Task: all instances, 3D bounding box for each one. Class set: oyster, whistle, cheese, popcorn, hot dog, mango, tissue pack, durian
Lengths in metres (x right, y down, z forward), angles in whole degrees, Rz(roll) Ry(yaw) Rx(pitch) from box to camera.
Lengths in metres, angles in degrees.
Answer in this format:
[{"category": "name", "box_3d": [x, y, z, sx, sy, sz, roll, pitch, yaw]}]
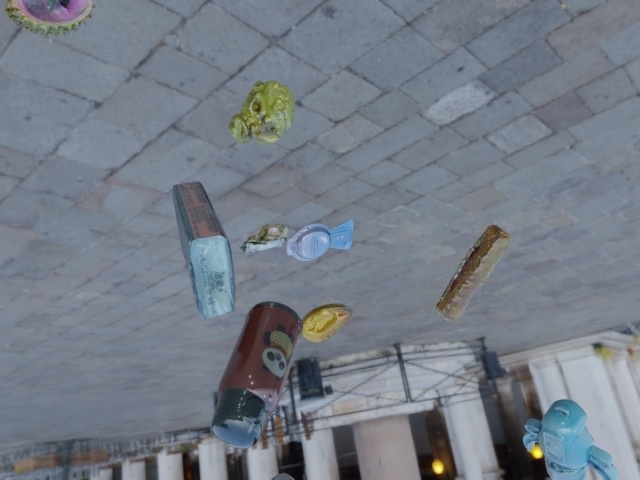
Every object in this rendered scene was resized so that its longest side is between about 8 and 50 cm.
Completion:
[{"category": "oyster", "box_3d": [-0.177, -0.003, 1.731, 0.163, 0.081, 0.191, -19, 167, -13]}, {"category": "whistle", "box_3d": [0.486, 0.417, 1.099, 0.186, 0.093, 0.274, 19, 139, 43]}, {"category": "cheese", "box_3d": [0.000, 0.000, 1.825, 0.245, 0.052, 0.135, -12, 123, -26]}, {"category": "popcorn", "box_3d": [-0.211, -0.487, 2.172, 0.286, 0.225, 0.174, -54, 146, -7]}, {"category": "hot dog", "box_3d": [0.406, 0.091, 1.475, 0.083, 0.289, 0.068, 30, -173, -9]}, {"category": "mango", "box_3d": [0.013, 0.242, 1.654, 0.187, 0.101, 0.066, -33, 179, 19]}, {"category": "tissue pack", "box_3d": [-0.292, 0.014, 1.379, 0.103, 0.315, 0.228, -13, 123, -15]}, {"category": "durian", "box_3d": [-0.700, -0.626, 1.476, 0.260, 0.186, 0.154, -48, 173, -29]}]

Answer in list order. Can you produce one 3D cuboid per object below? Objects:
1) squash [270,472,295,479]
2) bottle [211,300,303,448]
[{"category": "squash", "box_3d": [-0.071, 0.582, 1.249, 0.087, 0.087, 0.331, -4, 167, -16]}, {"category": "bottle", "box_3d": [-0.141, 0.296, 1.223, 0.144, 0.336, 0.144, 7, 128, 9]}]
